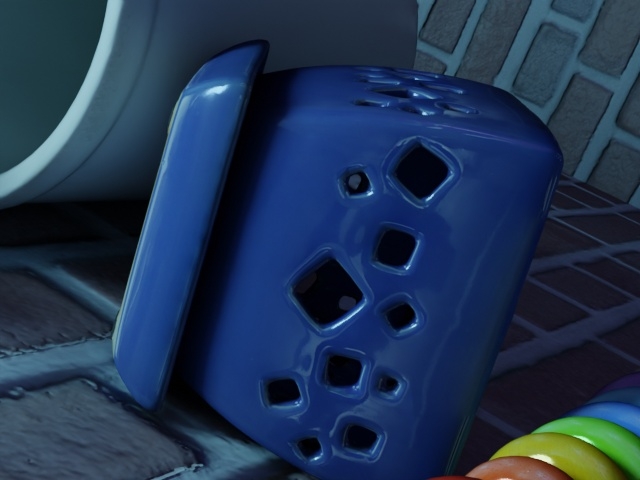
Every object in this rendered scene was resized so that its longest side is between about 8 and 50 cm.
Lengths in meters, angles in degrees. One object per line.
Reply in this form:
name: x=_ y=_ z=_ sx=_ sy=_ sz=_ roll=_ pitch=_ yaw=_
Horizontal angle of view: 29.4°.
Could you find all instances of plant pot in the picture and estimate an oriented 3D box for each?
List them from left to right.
plant pot: x=0.000 y=0.000 z=0.763 sx=0.212 sy=0.236 sz=0.236 roll=17 pitch=15 yaw=-3

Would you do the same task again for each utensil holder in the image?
utensil holder: x=-0.143 y=-0.184 z=0.979 sx=0.327 sy=0.328 sz=0.385 roll=31 pitch=18 yaw=30

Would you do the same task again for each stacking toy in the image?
stacking toy: x=0.137 y=0.151 z=0.657 sx=0.141 sy=0.141 sz=0.330 roll=33 pitch=23 yaw=35
